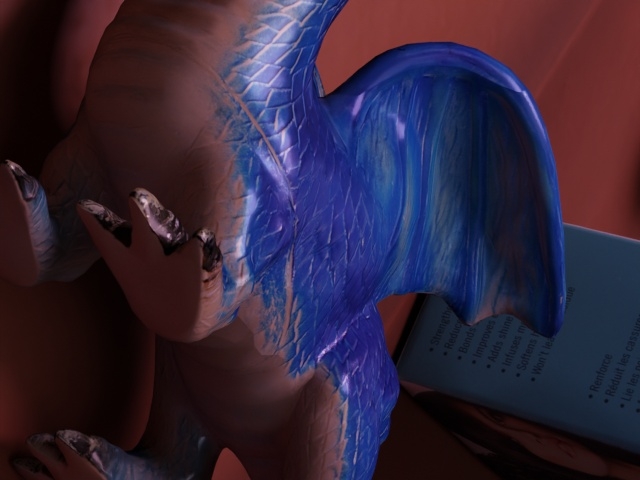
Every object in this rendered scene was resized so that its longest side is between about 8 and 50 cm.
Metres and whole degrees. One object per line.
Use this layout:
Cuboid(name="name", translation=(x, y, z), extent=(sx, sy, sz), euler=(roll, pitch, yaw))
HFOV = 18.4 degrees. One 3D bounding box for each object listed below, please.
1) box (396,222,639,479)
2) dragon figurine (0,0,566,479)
Cuboid(name="box", translation=(0.149, 0.059, 0.539), extent=(0.100, 0.244, 0.060), euler=(43, 66, -52))
Cuboid(name="dragon figurine", translation=(0.000, 0.000, 0.449), extent=(0.144, 0.085, 0.289), euler=(-46, 134, -36))
